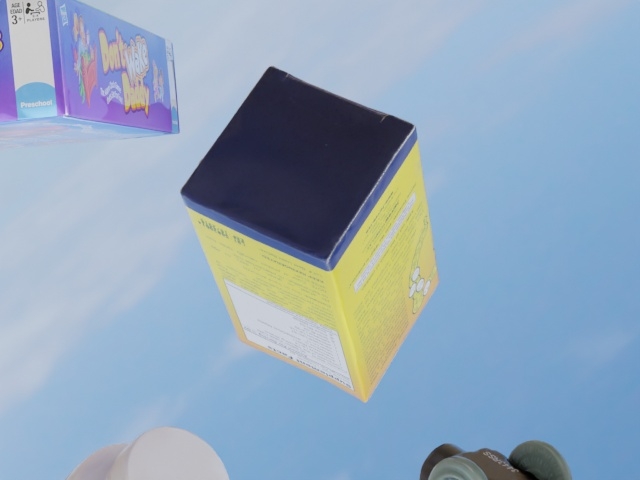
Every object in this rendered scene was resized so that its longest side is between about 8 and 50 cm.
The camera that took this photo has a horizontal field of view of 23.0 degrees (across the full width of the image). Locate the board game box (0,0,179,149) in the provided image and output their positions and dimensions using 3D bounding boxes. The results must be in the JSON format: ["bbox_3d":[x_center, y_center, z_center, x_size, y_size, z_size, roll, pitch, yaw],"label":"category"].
[{"bbox_3d":[-0.249,-0.108,1.112,0.233,0.078,0.347,-5,-178,6],"label":"board game box"}]

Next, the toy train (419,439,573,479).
[{"bbox_3d":[0.197,0.294,1.280,0.142,0.190,0.334,-6,-156,-41],"label":"toy train"}]

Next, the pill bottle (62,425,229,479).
[{"bbox_3d":[-0.165,0.237,1.251,0.221,0.124,0.124,-43,-174,42],"label":"pill bottle"}]

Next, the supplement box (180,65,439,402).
[{"bbox_3d":[0.000,0.000,1.822,0.195,0.194,0.356,-56,157,-22],"label":"supplement box"}]
